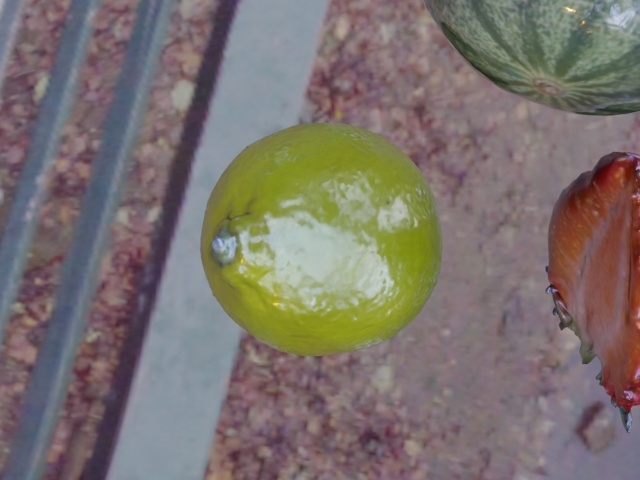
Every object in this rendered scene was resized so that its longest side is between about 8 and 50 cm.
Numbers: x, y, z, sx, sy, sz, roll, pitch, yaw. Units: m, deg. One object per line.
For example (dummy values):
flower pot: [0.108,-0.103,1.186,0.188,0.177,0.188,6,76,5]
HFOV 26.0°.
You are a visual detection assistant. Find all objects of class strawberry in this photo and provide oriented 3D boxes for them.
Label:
strawberry: [0.236,0.008,1.032,0.098,0.174,0.228,-15,125,-11]

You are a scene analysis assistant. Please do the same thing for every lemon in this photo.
lemon: [0.000,0.000,1.069,0.248,0.184,0.184,-15,99,-64]

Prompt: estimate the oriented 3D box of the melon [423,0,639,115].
melon: [0.159,-0.207,0.726,0.237,0.237,0.301,33,63,-29]
